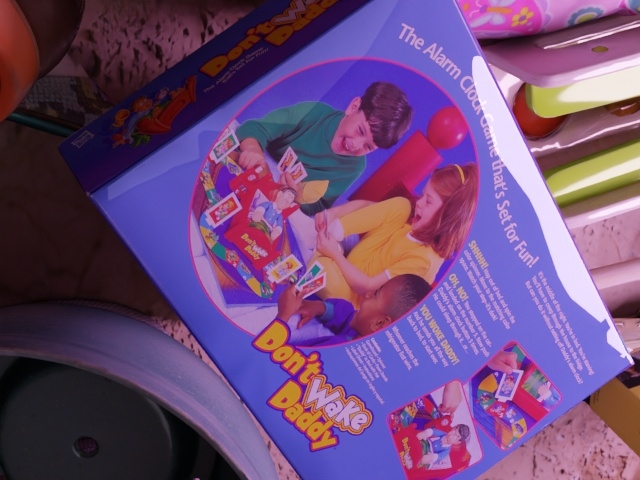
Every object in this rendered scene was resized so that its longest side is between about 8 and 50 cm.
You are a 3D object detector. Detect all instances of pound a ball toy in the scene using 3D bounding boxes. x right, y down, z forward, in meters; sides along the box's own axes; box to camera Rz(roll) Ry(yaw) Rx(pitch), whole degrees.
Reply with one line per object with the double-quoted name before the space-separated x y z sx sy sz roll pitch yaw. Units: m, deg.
"pound a ball toy" 0.239 -0.075 1.028 0.319 0.136 0.208 -18 118 -17

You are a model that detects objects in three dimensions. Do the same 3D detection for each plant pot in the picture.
"plant pot" -0.153 0.156 0.781 0.293 0.196 0.293 1 110 3

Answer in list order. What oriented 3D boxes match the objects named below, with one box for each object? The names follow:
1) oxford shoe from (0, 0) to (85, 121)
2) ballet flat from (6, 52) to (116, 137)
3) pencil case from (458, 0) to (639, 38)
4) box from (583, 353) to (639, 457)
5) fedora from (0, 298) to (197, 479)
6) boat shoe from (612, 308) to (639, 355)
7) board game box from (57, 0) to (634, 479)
"oxford shoe" -0.267 -0.240 0.741 0.130 0.132 0.363 -14 118 34
"ballet flat" -0.220 -0.111 0.844 0.222 0.077 0.079 8 92 -28
"pencil case" 0.101 -0.195 0.917 0.284 0.124 0.124 -11 119 -21
"box" 0.327 0.171 1.141 0.087 0.232 0.058 -10 122 -19
"fedora" -0.189 0.193 0.976 0.244 0.124 0.275 4 113 -27
"boat shoe" 0.283 0.076 1.185 0.153 0.056 0.048 -12 89 -13
"board game box" 0.032 0.015 0.832 0.233 0.078 0.347 -35 124 -5
